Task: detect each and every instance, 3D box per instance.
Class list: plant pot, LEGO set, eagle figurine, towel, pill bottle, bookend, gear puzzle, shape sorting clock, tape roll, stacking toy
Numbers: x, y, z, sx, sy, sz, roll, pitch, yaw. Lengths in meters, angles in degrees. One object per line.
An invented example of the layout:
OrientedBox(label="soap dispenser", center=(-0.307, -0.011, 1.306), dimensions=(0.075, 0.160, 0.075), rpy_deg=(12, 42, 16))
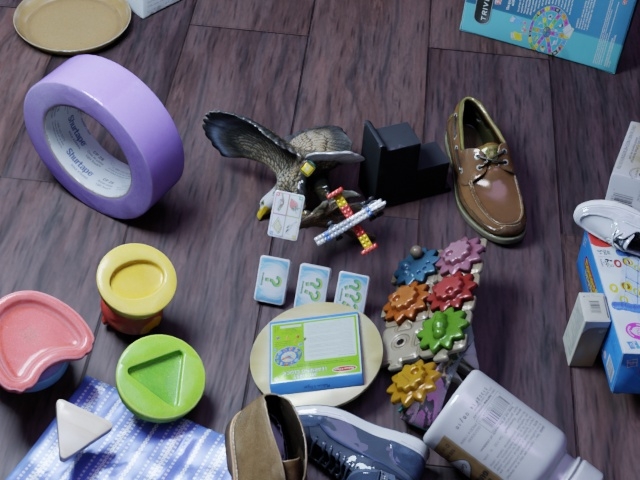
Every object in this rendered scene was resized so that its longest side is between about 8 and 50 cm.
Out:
OrientedBox(label="plant pot", center=(-0.506, -0.450, 2.265), dimensions=(0.236, 0.032, 0.236), rpy_deg=(1, 47, -1))
OrientedBox(label="LEGO set", center=(0.000, 0.000, 1.746), dimensions=(0.182, 0.244, 0.060), rpy_deg=(12, 11, 5))
OrientedBox(label="eagle figurine", center=(-0.052, -0.132, 1.896), dimensions=(0.225, 0.226, 0.298), rpy_deg=(-26, 56, 0))
OrientedBox(label="towel", center=(-0.252, 0.334, 1.545), dimensions=(0.336, 0.040, 0.243), rpy_deg=(20, 48, 15))
OrientedBox(label="pill bottle", center=(0.270, 0.297, 1.540), dimensions=(0.229, 0.131, 0.131), rpy_deg=(36, 54, 12))
OrientedBox(label="bookend", center=(0.155, -0.147, 1.939), dimensions=(0.156, 0.157, 0.072), rpy_deg=(-15, 50, -16))
OrientedBox(label="gear puzzle", center=(0.153, 0.119, 1.703), dimensions=(0.175, 0.044, 0.339), rpy_deg=(-16, 37, 32))
OrientedBox(label="shape sorting clock", center=(-0.006, 0.178, 1.700), dimensions=(0.206, 0.040, 0.206), rpy_deg=(-6, 43, 5))
OrientedBox(label="tape roll", center=(-0.363, -0.170, 1.847), dimensions=(0.275, 0.274, 0.090), rpy_deg=(26, 52, 20))
OrientedBox(label="stacking toy", center=(-0.333, 0.181, 1.646), dimensions=(0.309, 0.130, 0.279), rpy_deg=(-21, 72, -27))

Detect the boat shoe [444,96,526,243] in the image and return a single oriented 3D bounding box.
OrientedBox(label="boat shoe", center=(0.288, -0.130, 1.966), dimensions=(0.111, 0.104, 0.307), rpy_deg=(-9, 48, -12))

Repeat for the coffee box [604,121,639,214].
OrientedBox(label="coffee box", center=(0.630, -0.074, 1.811), dimensions=(0.297, 0.119, 0.168), rpy_deg=(16, 43, 16))

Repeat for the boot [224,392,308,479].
OrientedBox(label="boot", center=(-0.057, 0.349, 1.467), dimensions=(0.112, 0.115, 0.305), rpy_deg=(2, 57, -29))

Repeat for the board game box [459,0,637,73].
OrientedBox(label="board game box", center=(0.467, -0.502, 2.223), dimensions=(0.336, 0.253, 0.079), rpy_deg=(19, 48, 14))

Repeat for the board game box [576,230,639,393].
OrientedBox(label="board game box", center=(0.587, 0.109, 1.747), dimensions=(0.302, 0.086, 0.308), rpy_deg=(2, 39, -2))

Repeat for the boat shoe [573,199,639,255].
OrientedBox(label="boat shoe", center=(0.495, -0.008, 1.774), dimensions=(0.184, 0.066, 0.063), rpy_deg=(23, 41, 9))

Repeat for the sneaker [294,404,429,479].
OrientedBox(label="sneaker", center=(0.027, 0.325, 1.539), dimensions=(0.226, 0.086, 0.163), rpy_deg=(14, 45, 8))

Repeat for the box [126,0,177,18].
OrientedBox(label="box", center=(-0.365, -0.590, 2.345), dimensions=(0.181, 0.119, 0.182), rpy_deg=(-35, 58, -30))

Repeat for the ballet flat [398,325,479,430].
OrientedBox(label="ballet flat", center=(0.195, 0.200, 1.684), dimensions=(0.079, 0.077, 0.221), rpy_deg=(34, 57, -1))

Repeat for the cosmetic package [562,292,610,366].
OrientedBox(label="cosmetic package", center=(0.413, 0.139, 1.716), dimensions=(0.041, 0.115, 0.060), rpy_deg=(2, 48, -3))
